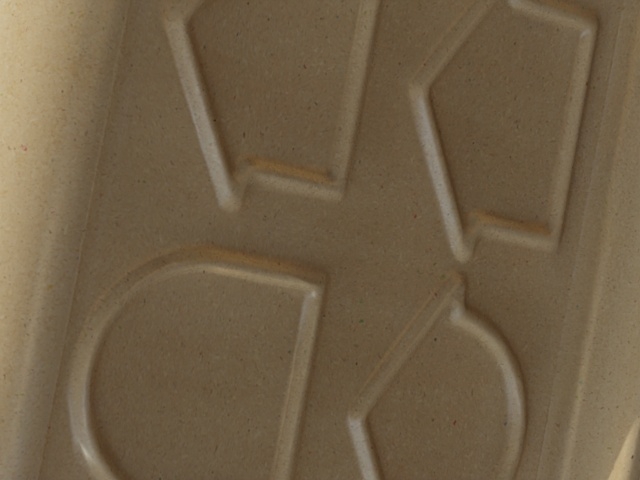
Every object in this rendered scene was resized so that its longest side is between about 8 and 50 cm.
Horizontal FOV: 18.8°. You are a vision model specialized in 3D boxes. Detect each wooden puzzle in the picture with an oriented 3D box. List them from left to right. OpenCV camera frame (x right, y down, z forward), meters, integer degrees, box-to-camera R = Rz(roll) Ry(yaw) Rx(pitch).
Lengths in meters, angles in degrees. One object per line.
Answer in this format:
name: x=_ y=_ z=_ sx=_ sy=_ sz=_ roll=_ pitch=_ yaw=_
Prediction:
wooden puzzle: x=0.000 y=0.000 z=0.856 sx=0.348 sy=0.322 sz=0.080 roll=12 pitch=177 yaw=-30
